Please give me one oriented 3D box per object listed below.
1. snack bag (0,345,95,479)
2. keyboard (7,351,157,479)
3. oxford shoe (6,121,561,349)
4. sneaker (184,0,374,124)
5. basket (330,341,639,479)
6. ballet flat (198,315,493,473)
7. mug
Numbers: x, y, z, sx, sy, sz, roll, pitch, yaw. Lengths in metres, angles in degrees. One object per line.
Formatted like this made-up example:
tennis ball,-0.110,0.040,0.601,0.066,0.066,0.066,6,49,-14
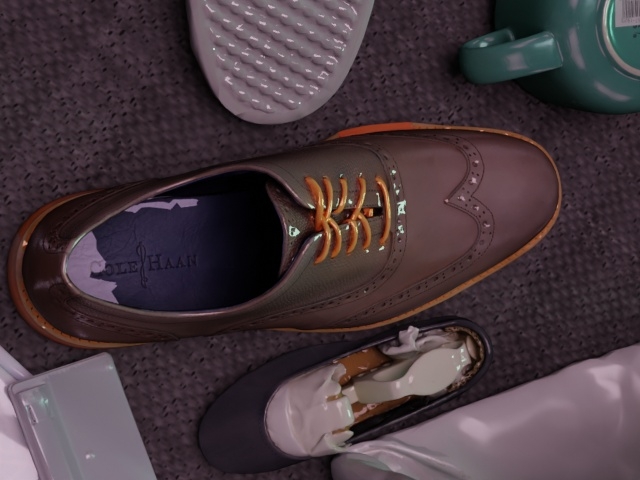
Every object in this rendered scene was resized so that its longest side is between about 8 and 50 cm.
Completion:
snack bag,-0.236,0.235,0.910,0.342,0.037,0.323,45,75,-12
keyboard,-0.110,0.195,0.922,0.072,0.014,0.256,-17,83,-43
oxford shoe,0.000,0.000,0.948,0.364,0.133,0.129,-14,91,-19
sneaker,-0.031,-0.239,0.966,0.126,0.127,0.321,-3,113,-13
basket,0.228,0.211,0.914,0.331,0.328,0.266,-16,95,-20
ballet flat,0.022,0.095,0.985,0.203,0.074,0.074,-18,93,-18
mug,0.185,-0.137,1.025,0.129,0.097,0.157,38,85,-22
